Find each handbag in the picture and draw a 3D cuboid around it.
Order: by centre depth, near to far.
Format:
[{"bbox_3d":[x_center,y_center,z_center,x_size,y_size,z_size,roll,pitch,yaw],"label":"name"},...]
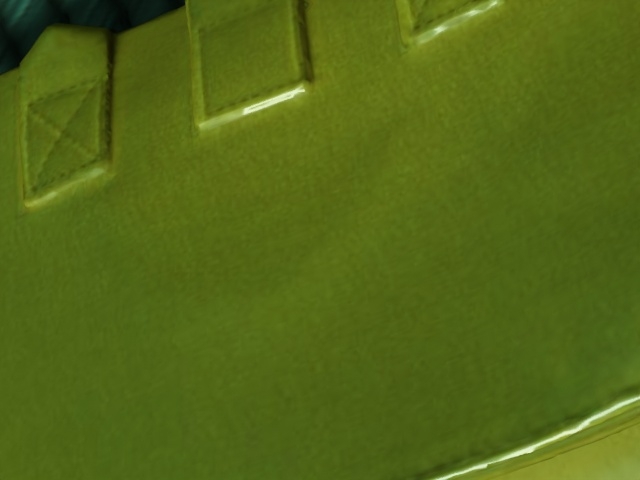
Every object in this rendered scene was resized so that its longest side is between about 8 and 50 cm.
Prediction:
[{"bbox_3d":[0.000,0.000,0.660,0.401,0.133,0.283,-23,59,22],"label":"handbag"}]
